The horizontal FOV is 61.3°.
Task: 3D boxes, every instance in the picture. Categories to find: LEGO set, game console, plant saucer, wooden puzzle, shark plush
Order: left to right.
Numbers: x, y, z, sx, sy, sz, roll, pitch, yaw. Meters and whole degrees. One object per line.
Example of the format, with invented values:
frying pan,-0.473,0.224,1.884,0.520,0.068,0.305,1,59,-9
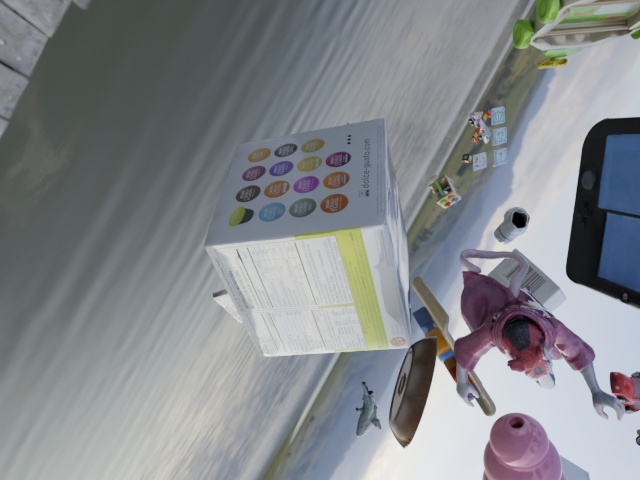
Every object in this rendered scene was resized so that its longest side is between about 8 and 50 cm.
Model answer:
shark plush,0.131,0.483,1.537,0.073,0.067,0.161,-133,-142,-57
plant saucer,0.155,0.255,0.937,0.198,0.036,0.199,18,90,-85
wooden puzzle,0.368,0.311,1.589,0.080,0.348,0.322,-28,-162,4
LEGO set,0.518,-0.310,1.655,0.244,0.060,0.183,-18,109,-39
game console,0.580,-0.048,0.962,0.386,0.060,0.342,-127,-136,-77

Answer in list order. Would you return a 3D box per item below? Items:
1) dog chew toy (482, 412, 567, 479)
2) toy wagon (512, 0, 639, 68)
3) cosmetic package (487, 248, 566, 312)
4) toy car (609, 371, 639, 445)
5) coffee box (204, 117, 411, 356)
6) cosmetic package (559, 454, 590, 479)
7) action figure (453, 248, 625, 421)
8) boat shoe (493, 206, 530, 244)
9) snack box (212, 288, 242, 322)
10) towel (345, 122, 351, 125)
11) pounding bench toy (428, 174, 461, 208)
dog chew toy,0.487,0.548,1.300,0.207,0.206,0.332,-54,136,-46
toy wagon,0.522,-0.428,1.060,0.344,0.267,0.068,137,-52,-88
cosmetic package,0.525,0.139,1.413,0.151,0.151,0.183,-47,149,10
toy car,0.683,0.343,1.133,0.053,0.239,0.225,-21,-175,38
coffee box,0.000,0.000,1.130,0.338,0.334,0.338,-83,161,-47
cosmetic package,0.786,0.857,1.905,0.155,0.365,0.197,-44,-158,37
action figure,0.352,0.145,0.913,0.370,0.247,0.276,9,79,-74
boat shoe,0.594,-0.055,1.617,0.076,0.083,0.226,-49,175,40
snack box,-0.256,0.198,1.638,0.178,0.064,0.022,58,16,-51
towel,0.045,-0.289,1.560,0.113,0.023,0.152,-35,-160,16
pounding bench toy,0.317,-0.128,1.401,0.052,0.065,0.083,-34,145,27
